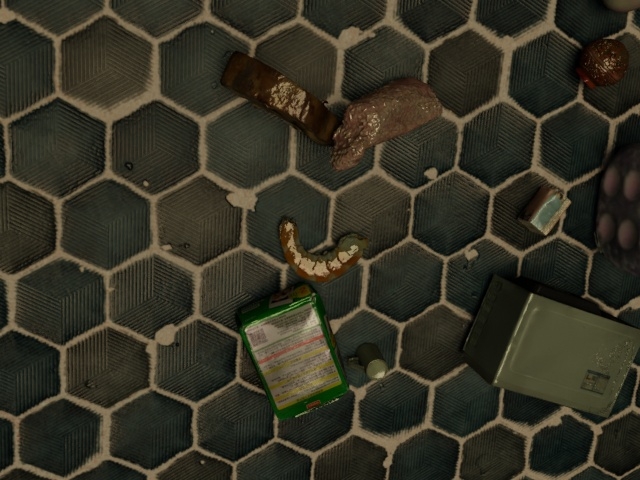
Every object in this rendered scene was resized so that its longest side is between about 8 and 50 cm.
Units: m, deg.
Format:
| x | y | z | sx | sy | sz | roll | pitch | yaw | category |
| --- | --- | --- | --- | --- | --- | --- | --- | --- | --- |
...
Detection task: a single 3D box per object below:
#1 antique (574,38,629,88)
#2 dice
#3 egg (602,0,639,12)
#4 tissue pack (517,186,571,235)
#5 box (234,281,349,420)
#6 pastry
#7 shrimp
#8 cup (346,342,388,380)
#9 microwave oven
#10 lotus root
| x | y | z | sx | sy | sz | roll | pitch | yaw | category |
| --- | --- | --- | --- | --- | --- | --- | --- | --- | --- |
| 0.578 | -0.363 | 1.384 | 0.104 | 0.104 | 0.104 | -3 | 103 | -11 | antique |
| 0.759 | -0.062 | 1.403 | 0.272 | 0.270 | 0.269 | -1 | 102 | -12 | dice |
| 0.624 | -0.517 | 1.357 | 0.135 | 0.103 | 0.103 | -42 | 107 | 1 | egg |
| 0.477 | -0.065 | 1.446 | 0.059 | 0.074 | 0.094 | 37 | 90 | -14 | tissue pack |
| -0.054 | 0.225 | 1.386 | 0.180 | 0.103 | 0.249 | -21 | 105 | -7 | box |
| 0.120 | -0.235 | 1.280 | 0.265 | 0.103 | 0.112 | -38 | 129 | -29 | pastry |
| 0.000 | 0.000 | 1.379 | 0.161 | 0.049 | 0.166 | -36 | 100 | -1 | shrimp |
| 0.100 | 0.254 | 1.434 | 0.075 | 0.083 | 0.054 | 19 | 99 | -14 | cup |
| 0.489 | 0.221 | 1.459 | 0.295 | 0.181 | 0.237 | 18 | 97 | -16 | microwave oven |
| -0.059 | -0.254 | 1.247 | 0.261 | 0.170 | 0.074 | 30 | 92 | -12 | lotus root |
